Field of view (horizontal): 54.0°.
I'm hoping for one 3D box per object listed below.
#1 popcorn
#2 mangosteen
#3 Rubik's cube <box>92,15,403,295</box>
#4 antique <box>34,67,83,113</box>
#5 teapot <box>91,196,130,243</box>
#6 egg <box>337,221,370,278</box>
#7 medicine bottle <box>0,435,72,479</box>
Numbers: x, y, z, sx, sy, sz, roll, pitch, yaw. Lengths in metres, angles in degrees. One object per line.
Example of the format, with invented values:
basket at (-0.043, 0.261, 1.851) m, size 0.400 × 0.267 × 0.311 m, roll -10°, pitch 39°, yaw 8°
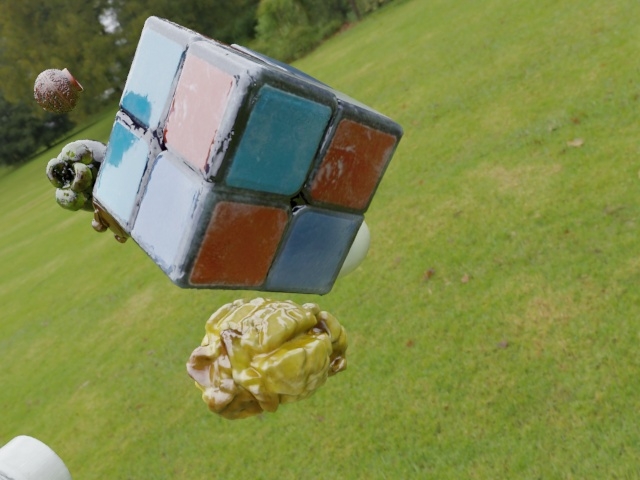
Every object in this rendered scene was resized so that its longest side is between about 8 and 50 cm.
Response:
popcorn at (-0.086, 0.214, 1.205) m, size 0.332 × 0.225 × 0.265 m, roll -1°, pitch -19°, yaw -27°
mangosteen at (-0.699, -0.192, 1.883) m, size 0.243 × 0.243 × 0.243 m, roll -23°, pitch 23°, yaw 10°
Rubik's cube at (-0.121, -0.122, 0.977) m, size 0.313 × 0.318 × 0.316 m, roll 8°, pitch 21°, yaw -45°
antique at (-0.587, -0.331, 1.401) m, size 0.104 × 0.104 × 0.104 m, roll -23°, pitch 23°, yaw 10°
teapot at (-0.392, -0.041, 1.185) m, size 0.098 × 0.129 × 0.078 m, roll 39°, pitch 68°, yaw 20°
egg at (0.000, 0.000, 2.016) m, size 0.345 × 0.283 × 0.283 m, roll 4°, pitch 7°, yaw -29°
medicine bottle at (-0.720, 0.602, 1.308) m, size 0.211 × 0.211 × 0.371 m, roll -13°, pitch 18°, yaw 31°
